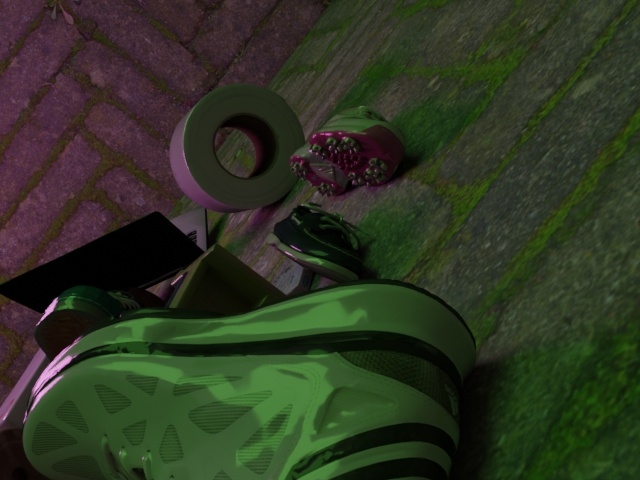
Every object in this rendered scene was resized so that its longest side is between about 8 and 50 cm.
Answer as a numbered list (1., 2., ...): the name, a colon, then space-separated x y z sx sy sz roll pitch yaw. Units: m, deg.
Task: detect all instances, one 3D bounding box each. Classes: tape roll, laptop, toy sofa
1. tape roll: -0.169 -0.179 1.650 0.246 0.246 0.169 -56 15 -11
2. laptop: -0.473 0.008 1.868 0.382 0.236 0.408 -24 31 5
3. toy sofa: -0.176 0.195 0.998 0.177 0.150 0.362 -37 21 42

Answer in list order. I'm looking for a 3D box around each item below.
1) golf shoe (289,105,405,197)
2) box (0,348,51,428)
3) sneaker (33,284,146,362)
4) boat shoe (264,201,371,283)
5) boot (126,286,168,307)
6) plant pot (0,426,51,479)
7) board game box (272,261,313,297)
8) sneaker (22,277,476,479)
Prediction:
1. golf shoe: 0.051 -0.149 1.187 0.140 0.115 0.306 -53 16 -13
2. box: -0.617 0.371 1.889 0.215 0.168 0.345 -42 18 34
3. sneaker: -0.280 0.102 1.034 0.302 0.108 0.121 120 170 -63
4. boat shoe: 0.000 0.000 1.022 0.079 0.095 0.254 -58 14 -3
5. boot: -0.441 0.235 1.779 0.112 0.115 0.305 -31 27 50
6. plant pot: -0.657 0.485 1.567 0.280 0.323 0.323 -27 25 25
7. board game box: -0.042 0.062 1.150 0.090 0.020 0.090 -42 18 35
8. sneaker: -0.108 0.189 0.620 0.448 0.169 0.257 -18 36 31
